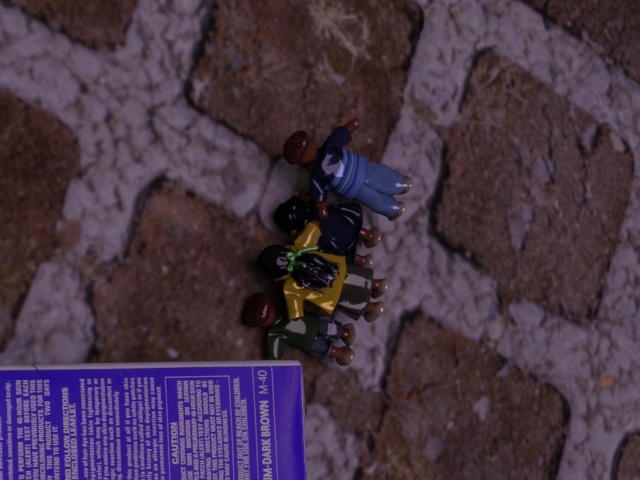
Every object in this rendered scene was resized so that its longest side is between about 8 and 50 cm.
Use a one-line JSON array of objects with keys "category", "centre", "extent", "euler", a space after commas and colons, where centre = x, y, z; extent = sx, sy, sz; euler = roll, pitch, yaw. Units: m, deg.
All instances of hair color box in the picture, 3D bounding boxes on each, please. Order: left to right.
[{"category": "hair color box", "centre": [-0.197, 0.133, 1.024], "extent": [0.339, 0.185, 0.110], "euler": [3, 80, -33]}]

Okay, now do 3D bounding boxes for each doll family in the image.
[{"category": "doll family", "centre": [0.000, 0.000, 1.255], "extent": [0.111, 0.076, 0.193], "euler": [23, 64, -24]}]
